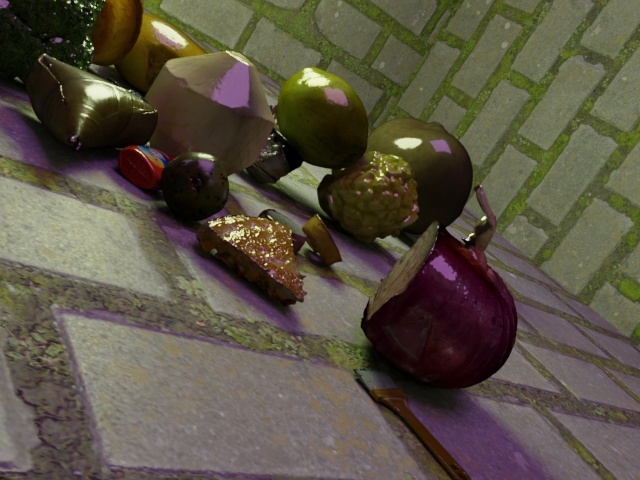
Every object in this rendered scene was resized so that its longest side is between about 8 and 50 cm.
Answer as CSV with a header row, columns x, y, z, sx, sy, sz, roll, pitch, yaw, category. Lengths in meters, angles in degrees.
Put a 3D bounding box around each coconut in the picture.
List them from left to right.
x,y,z,sx,sy,sz,roll,pitch,yaw,category
-0.213,-0.252,1.375,0.259,0.259,0.259,31,15,-9,coconut

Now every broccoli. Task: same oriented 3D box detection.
x,y,z,sx,sy,sz,roll,pitch,yaw,category
-0.557,-0.453,1.240,0.321,0.310,0.413,-75,141,-83,broccoli

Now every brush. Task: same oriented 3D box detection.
x,y,z,sx,sy,sz,roll,pitch,yaw,category
0.128,0.249,0.950,0.082,0.010,0.218,16,23,-49,brush

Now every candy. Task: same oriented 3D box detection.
x,y,z,sx,sy,sz,roll,pitch,yaw,category
-0.074,-0.018,1.313,0.103,0.043,0.103,30,15,-9,candy

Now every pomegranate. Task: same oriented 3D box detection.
x,y,z,sx,sy,sz,roll,pitch,yaw,category
-0.208,-0.088,1.160,0.114,0.114,0.142,31,-10,-9,pomegranate

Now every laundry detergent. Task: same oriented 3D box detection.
x,y,z,sx,sy,sz,roll,pitch,yaw,category
-0.280,-0.126,1.221,0.097,0.049,0.165,45,15,4,laundry detergent

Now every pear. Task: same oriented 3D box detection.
x,y,z,sx,sy,sz,roll,pitch,yaw,category
0.003,-0.285,1.654,0.212,0.212,0.269,6,50,-60,pear

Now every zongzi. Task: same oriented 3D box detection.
x,y,z,sx,sy,sz,roll,pitch,yaw,category
-0.342,-0.185,1.142,0.228,0.115,0.256,19,19,-44,zongzi

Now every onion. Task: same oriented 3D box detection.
x,y,z,sx,sy,sz,roll,pitch,yaw,category
0.201,0.119,1.110,0.230,0.272,0.256,43,47,-7,onion

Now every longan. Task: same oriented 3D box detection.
x,y,z,sx,sy,sz,roll,pitch,yaw,category
0.271,-0.194,2.042,0.361,0.361,0.361,31,15,-9,longan

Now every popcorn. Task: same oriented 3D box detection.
x,y,z,sx,sy,sz,roll,pitch,yaw,category
0.121,-0.100,1.685,0.212,0.259,0.259,56,11,-13,popcorn

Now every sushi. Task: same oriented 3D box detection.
x,y,z,sx,sy,sz,roll,pitch,yaw,category
-0.170,-0.243,1.620,0.273,0.109,0.134,49,-11,-4,sushi

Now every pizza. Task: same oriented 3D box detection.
x,y,z,sx,sy,sz,roll,pitch,yaw,category
-0.087,0.039,1.084,0.188,0.062,0.199,0,40,-43,pizza

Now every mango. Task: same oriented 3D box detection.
x,y,z,sx,sy,sz,roll,pitch,yaw,category
-0.374,-0.453,1.800,0.253,0.182,0.365,41,18,32,mango

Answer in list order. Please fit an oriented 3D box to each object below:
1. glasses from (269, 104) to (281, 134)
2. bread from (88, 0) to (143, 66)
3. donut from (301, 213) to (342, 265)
x,y,z,sx,sy,sz,roll,pitch,yaw,category
-0.171,-0.289,1.749,0.255,0.162,0.095,28,12,-21,glasses
-0.542,-0.535,1.556,0.312,0.312,0.172,34,31,4,bread
0.000,0.000,1.355,0.097,0.043,0.108,64,-10,-31,donut
